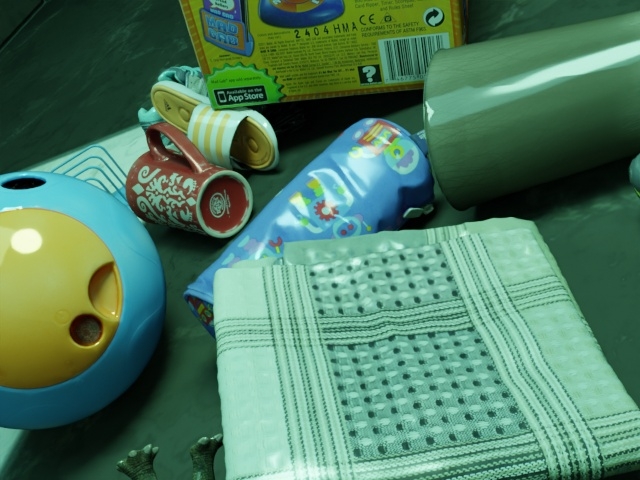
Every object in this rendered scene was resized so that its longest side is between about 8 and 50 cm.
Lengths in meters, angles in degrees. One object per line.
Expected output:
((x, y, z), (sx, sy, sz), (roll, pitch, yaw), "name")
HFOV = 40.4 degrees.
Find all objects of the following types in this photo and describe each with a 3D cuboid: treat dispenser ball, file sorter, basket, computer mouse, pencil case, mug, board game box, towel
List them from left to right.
((-0.318, 0.067, 0.978), (0.288, 0.288, 0.288), (-24, 33, 17), "treat dispenser ball")
((-0.367, -0.057, 1.371), (0.118, 0.104, 0.170), (-31, 32, 8), "file sorter")
((-0.188, -0.073, 1.188), (0.169, 0.150, 0.113), (18, 66, 48), "mug")
((-0.078, -0.243, 1.391), (0.189, 0.072, 0.272), (-14, 49, 28), "computer mouse")
((0.000, 0.000, 0.933), (0.133, 0.119, 0.306), (39, 71, 16), "pencil case")
((0.010, -0.437, 1.193), (0.357, 0.356, 0.356), (-3, 40, 13), "board game box")
((0.070, 0.080, 0.711), (0.312, 0.056, 0.324), (-9, 32, -1), "towel")
((0.238, -0.137, 0.867), (0.227, 0.154, 0.204), (-11, 40, 28), "basket")

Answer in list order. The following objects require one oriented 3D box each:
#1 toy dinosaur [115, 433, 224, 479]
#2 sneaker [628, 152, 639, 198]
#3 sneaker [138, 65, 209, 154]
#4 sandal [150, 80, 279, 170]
((-0.111, 0.258, 0.679), (0.313, 0.121, 0.160), (-41, 62, 15), "toy dinosaur")
((0.389, -0.090, 0.677), (0.300, 0.121, 0.111), (-11, 38, 34), "sneaker")
((-0.200, -0.254, 1.460), (0.110, 0.122, 0.283), (-6, 41, 39), "sneaker")
((-0.171, -0.154, 1.261), (0.265, 0.101, 0.076), (25, 49, 33), "sandal")
